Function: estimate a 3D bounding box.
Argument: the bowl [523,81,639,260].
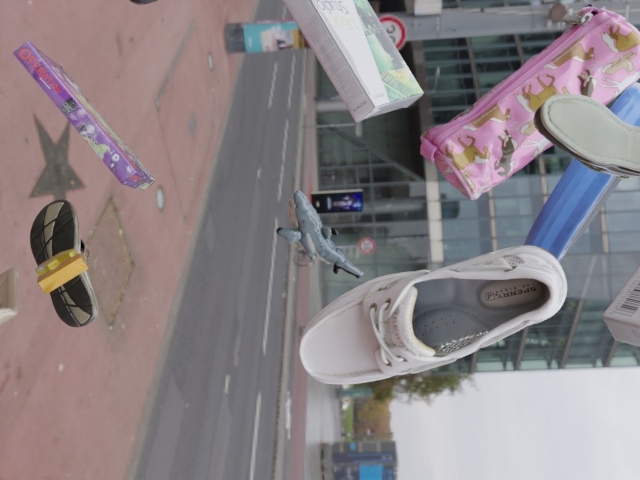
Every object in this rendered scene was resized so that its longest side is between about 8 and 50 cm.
[{"bbox_3d":[0.554,-0.124,1.215,0.391,0.077,0.391,-44,156,-25],"label":"bowl"}]

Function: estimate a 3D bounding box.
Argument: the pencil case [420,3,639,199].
[{"bbox_3d":[0.363,-0.234,1.056,0.167,0.386,0.160,50,12,-4],"label":"pencil case"}]

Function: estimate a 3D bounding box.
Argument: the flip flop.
[{"bbox_3d":[-0.542,0.050,1.304,0.080,0.112,0.277,-21,93,-83],"label":"flip flop"}]

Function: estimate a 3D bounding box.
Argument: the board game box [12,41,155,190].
[{"bbox_3d":[-0.511,-0.262,1.336,0.347,0.056,0.208,51,1,-3],"label":"board game box"}]

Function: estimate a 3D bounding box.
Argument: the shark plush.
[{"bbox_3d":[0.000,0.000,0.930,0.073,0.067,0.161,-23,72,-49],"label":"shark plush"}]

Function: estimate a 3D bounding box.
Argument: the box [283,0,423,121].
[{"bbox_3d":[0.060,-0.395,1.177,0.232,0.058,0.322,-31,91,-53],"label":"box"}]

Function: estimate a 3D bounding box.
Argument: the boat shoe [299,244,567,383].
[{"bbox_3d":[0.087,0.074,0.567,0.098,0.276,0.096,68,22,5],"label":"boat shoe"}]

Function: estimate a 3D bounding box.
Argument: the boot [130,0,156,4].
[{"bbox_3d":[-0.298,-0.365,0.686,0.367,0.146,0.445,-48,-176,8],"label":"boot"}]

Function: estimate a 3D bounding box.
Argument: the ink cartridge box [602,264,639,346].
[{"bbox_3d":[0.538,0.039,0.759,0.060,0.275,0.239,49,-15,-24],"label":"ink cartridge box"}]

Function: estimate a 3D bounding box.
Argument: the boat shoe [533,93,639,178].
[{"bbox_3d":[0.376,-0.132,0.814,0.068,0.227,0.081,166,-62,-70],"label":"boat shoe"}]

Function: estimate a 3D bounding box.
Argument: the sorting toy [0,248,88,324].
[{"bbox_3d":[-0.463,0.089,0.800,0.041,0.307,0.229,62,-17,-21],"label":"sorting toy"}]
